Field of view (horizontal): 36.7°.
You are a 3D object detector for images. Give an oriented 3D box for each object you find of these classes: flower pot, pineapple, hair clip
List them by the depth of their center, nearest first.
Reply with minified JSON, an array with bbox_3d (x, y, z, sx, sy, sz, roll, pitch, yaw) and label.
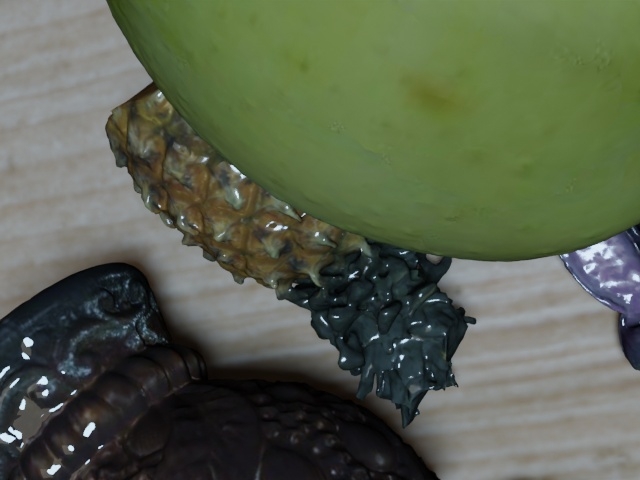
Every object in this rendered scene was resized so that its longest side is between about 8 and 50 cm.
[{"bbox_3d":[0.199,-0.028,0.590,0.146,0.056,0.187,-38,101,18],"label":"hair clip"},{"bbox_3d":[0.000,0.000,0.592,0.158,0.158,0.278,-33,97,19],"label":"pineapple"},{"bbox_3d":[-0.097,0.167,0.606,0.267,0.267,0.266,40,109,12],"label":"flower pot"}]

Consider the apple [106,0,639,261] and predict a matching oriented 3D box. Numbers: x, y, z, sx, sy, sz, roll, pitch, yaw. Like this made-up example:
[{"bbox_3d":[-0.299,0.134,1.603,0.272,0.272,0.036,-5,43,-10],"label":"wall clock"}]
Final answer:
[{"bbox_3d":[0.062,-0.189,0.480,0.361,0.320,0.311,25,128,-1],"label":"apple"}]
